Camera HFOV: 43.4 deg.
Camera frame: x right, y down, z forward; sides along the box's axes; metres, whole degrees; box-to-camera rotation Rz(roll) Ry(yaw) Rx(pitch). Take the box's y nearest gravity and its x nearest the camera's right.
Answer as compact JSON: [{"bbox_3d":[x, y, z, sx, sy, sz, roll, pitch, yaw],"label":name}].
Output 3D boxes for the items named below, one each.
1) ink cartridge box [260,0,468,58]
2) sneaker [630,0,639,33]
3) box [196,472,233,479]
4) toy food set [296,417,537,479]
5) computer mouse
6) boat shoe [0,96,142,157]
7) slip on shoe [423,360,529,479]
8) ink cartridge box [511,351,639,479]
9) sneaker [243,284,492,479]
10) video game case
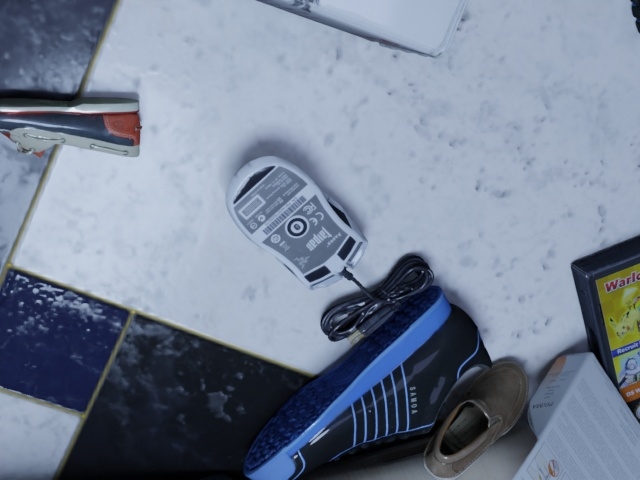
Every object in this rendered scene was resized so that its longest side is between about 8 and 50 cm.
[{"bbox_3d":[-0.023,-0.198,0.521,0.218,0.158,0.092,17,103,-17],"label":"ink cartridge box"},{"bbox_3d":[0.286,-0.229,0.628,0.083,0.071,0.190,-26,111,-9],"label":"sneaker"},{"bbox_3d":[-0.160,0.429,0.608,0.293,0.212,0.395,-3,111,-43],"label":"box"},{"bbox_3d":[0.117,0.328,0.700,0.220,0.092,0.306,-12,76,-8],"label":"toy food set"},{"bbox_3d":[0.000,0.000,0.655,0.106,0.042,0.193,-40,117,7],"label":"computer mouse"},{"bbox_3d":[-0.199,-0.081,0.583,0.137,0.049,0.043,-3,110,-16],"label":"boat shoe"},{"bbox_3d":[0.139,0.151,0.702,0.135,0.051,0.041,-38,150,-26],"label":"slip on shoe"},{"bbox_3d":[0.223,0.208,0.697,0.179,0.045,0.145,-42,101,-35],"label":"ink cartridge box"},{"bbox_3d":[0.043,0.145,0.688,0.232,0.081,0.090,-41,104,2],"label":"sneaker"},{"bbox_3d":[0.393,0.085,0.769,0.275,0.035,0.248,-21,111,-4],"label":"video game case"}]
